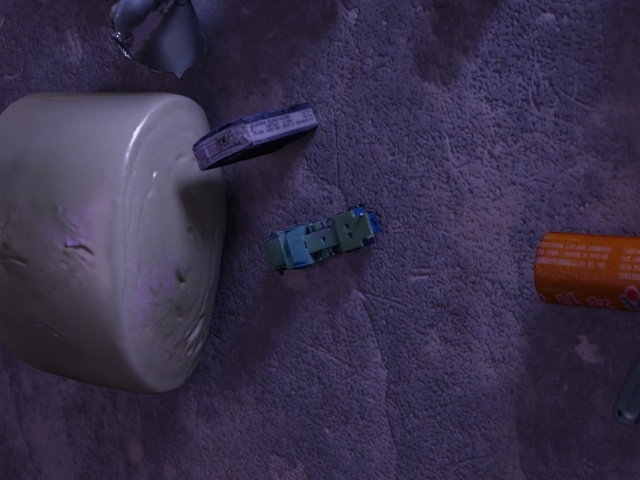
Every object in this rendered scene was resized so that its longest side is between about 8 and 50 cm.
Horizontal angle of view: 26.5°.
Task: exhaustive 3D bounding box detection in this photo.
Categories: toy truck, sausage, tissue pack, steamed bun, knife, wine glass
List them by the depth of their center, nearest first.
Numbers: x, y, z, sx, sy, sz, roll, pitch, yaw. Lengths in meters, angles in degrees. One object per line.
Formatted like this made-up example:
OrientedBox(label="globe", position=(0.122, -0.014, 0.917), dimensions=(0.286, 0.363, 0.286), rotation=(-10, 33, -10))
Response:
OrientedBox(label="sausage", position=(0.404, 0.042, 1.589), dimensions=(0.312, 0.093, 0.093), rotation=(4, 101, 38))
OrientedBox(label="knife", position=(0.401, 0.158, 1.654), dimensions=(0.044, 0.023, 0.162), rotation=(36, 119, 31))
OrientedBox(label="tissue pack", position=(-0.092, -0.146, 1.913), dimensions=(0.112, 0.156, 0.051), rotation=(-25, 87, 39))
OrientedBox(label="toy truck", position=(0.000, 0.000, 1.914), dimensions=(0.175, 0.081, 0.067), rotation=(-17, 89, 40))
OrientedBox(label="wine glass", position=(-0.193, -0.355, 1.924), dimensions=(0.156, 0.156, 0.232), rotation=(63, 146, 12))
OrientedBox(label="steamed bun", position=(-0.343, 0.004, 2.057), dimensions=(0.371, 0.290, 0.456), rotation=(7, 102, 37))
